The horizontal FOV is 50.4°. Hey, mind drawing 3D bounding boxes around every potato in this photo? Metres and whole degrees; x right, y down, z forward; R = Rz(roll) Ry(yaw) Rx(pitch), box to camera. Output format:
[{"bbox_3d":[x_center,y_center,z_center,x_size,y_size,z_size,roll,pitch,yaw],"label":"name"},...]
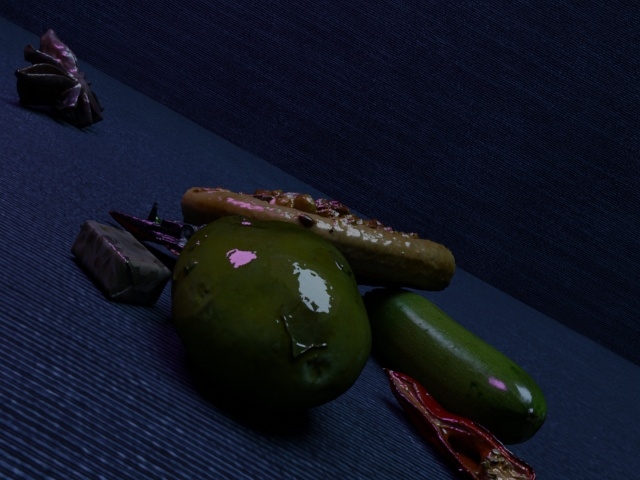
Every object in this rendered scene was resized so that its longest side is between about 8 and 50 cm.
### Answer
[{"bbox_3d":[-0.049,0.056,0.644,0.186,0.148,0.253,25,9,-37],"label":"potato"}]

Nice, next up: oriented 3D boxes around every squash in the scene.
[{"bbox_3d":[0.151,0.148,0.869,0.107,0.107,0.395,24,5,-27],"label":"squash"}]

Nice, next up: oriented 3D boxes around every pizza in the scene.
[{"bbox_3d":[0.000,0.000,1.002,0.408,0.114,0.278,16,-5,-4],"label":"pizza"}]

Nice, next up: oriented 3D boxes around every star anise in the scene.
[{"bbox_3d":[-0.531,-0.315,1.386,0.198,0.110,0.257,53,9,-37],"label":"star anise"}]

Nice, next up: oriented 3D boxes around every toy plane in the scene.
[{"bbox_3d":[-0.185,-0.007,0.856,0.189,0.061,0.130,31,10,13],"label":"toy plane"}]

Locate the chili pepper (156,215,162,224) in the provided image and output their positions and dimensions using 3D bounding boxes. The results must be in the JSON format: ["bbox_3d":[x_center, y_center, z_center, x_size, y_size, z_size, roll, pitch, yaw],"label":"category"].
[{"bbox_3d":[-0.199,-0.006,0.941,0.091,0.034,0.030,27,-24,-6],"label":"chili pepper"}]

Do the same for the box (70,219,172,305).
[{"bbox_3d":[-0.204,0.022,0.690,0.098,0.045,0.062,34,9,36],"label":"box"}]

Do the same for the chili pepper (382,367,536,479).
[{"bbox_3d":[0.148,0.215,0.701,0.268,0.059,0.050,35,-31,48],"label":"chili pepper"}]
